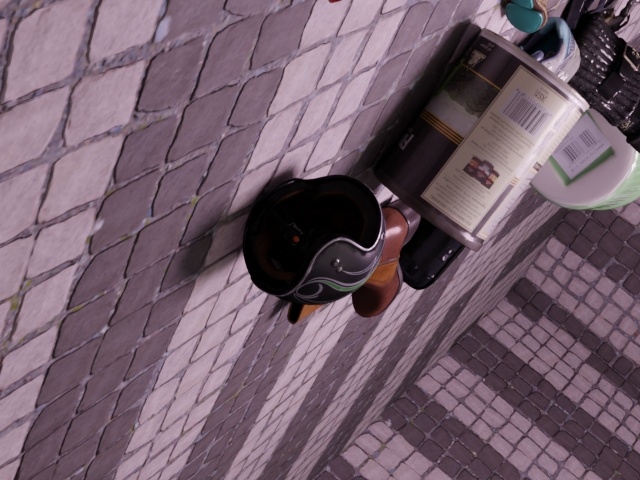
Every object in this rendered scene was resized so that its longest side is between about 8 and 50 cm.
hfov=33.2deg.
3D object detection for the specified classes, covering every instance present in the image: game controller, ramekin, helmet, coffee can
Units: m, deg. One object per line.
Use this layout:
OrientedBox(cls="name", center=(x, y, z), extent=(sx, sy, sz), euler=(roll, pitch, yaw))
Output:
OrientedBox(cls="game controller", center=(0.262, -0.043, 2.094), extent=(0.319, 0.067, 0.166), euler=(-48, -163, -1))
OrientedBox(cls="ramekin", center=(0.563, -0.207, 2.268), extent=(0.148, 0.303, 0.303), euler=(-14, 141, -55))
OrientedBox(cls="helmet", center=(0.000, 0.000, 1.366), extent=(0.161, 0.169, 0.169), euler=(-7, 136, -47))
OrientedBox(cls="coffee can", center=(0.242, -0.151, 1.628), extent=(0.275, 0.201, 0.201), euler=(-53, 165, 9))

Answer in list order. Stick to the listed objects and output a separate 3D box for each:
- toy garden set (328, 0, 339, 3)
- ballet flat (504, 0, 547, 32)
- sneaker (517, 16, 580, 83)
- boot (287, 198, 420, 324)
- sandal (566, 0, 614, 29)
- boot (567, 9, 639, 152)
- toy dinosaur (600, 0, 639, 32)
OrientedBox(cls="toy garden set", center=(0.085, -0.328, 1.045), extent=(0.244, 0.049, 0.204), euler=(-49, 165, -6))
OrientedBox(cls="ballet flat", center=(0.309, -0.366, 1.579), extent=(0.067, 0.073, 0.206), euler=(-65, 169, -2))
OrientedBox(cls="sneaker", center=(0.350, -0.275, 1.878), extent=(0.283, 0.110, 0.122), euler=(-57, 150, -16))
OrientedBox(cls="boot", center=(0.048, 0.080, 1.822), extent=(0.280, 0.096, 0.264), euler=(-34, 158, -45))
OrientedBox(cls="sandal", center=(0.542, -0.491, 1.975), extent=(0.254, 0.054, 0.097), euler=(-51, 165, -1))
OrientedBox(cls="boot", center=(0.596, -0.358, 2.101), extent=(0.131, 0.260, 0.348), euler=(-46, -171, 48))
OrientedBox(cls="toy dinosaur", center=(0.592, -0.462, 2.190), extent=(0.118, 0.064, 0.268), euler=(-51, 163, 28))
